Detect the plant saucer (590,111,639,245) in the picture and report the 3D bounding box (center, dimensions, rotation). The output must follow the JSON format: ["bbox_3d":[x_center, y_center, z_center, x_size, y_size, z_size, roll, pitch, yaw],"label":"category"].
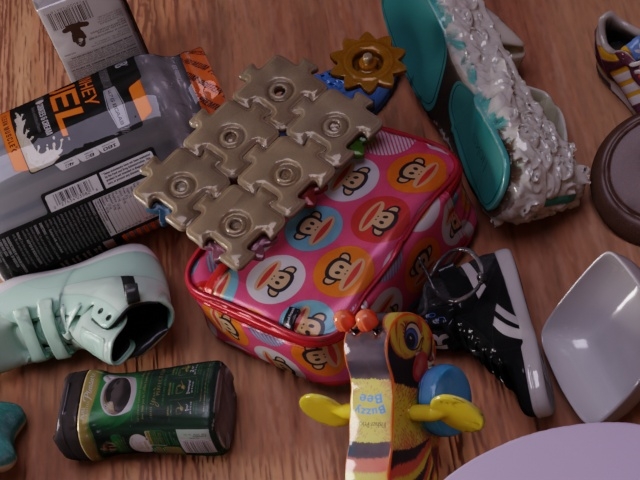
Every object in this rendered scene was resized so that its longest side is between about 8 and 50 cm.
[{"bbox_3d":[0.370,-0.073,1.734,0.169,0.029,0.168,-6,66,15],"label":"plant saucer"}]

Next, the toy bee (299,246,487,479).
[{"bbox_3d":[0.058,0.134,1.567,0.195,0.162,0.298,-26,55,28],"label":"toy bee"}]

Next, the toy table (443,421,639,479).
[{"bbox_3d":[0.222,0.284,1.442,0.274,0.161,0.252,-8,52,12],"label":"toy table"}]

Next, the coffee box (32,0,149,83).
[{"bbox_3d":[-0.268,-0.246,1.948,0.098,0.246,0.141,-21,51,-2],"label":"coffee box"}]

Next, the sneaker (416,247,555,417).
[{"bbox_3d":[0.161,0.109,1.658,0.121,0.079,0.217,-17,42,8],"label":"sneaker"}]

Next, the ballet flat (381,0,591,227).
[{"bbox_3d":[0.188,-0.172,1.852,0.147,0.147,0.409,-21,53,0],"label":"ballet flat"}]

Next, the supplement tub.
[{"bbox_3d":[-0.249,-0.090,1.856,0.316,0.193,0.193,-24,50,-3],"label":"supplement tub"}]

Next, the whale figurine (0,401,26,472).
[{"bbox_3d":[-0.455,0.194,1.720,0.272,0.141,0.216,-3,28,2],"label":"whale figurine"}]

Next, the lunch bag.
[{"bbox_3d":[0.000,0.000,1.767,0.258,0.120,0.293,20,60,34],"label":"lunch bag"}]

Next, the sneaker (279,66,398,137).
[{"bbox_3d":[0.007,-0.168,1.913,0.209,0.082,0.069,-37,50,-15],"label":"sneaker"}]

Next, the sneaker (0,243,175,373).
[{"bbox_3d":[-0.280,0.096,1.760,0.256,0.094,0.151,-26,30,-7],"label":"sneaker"}]

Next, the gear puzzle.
[{"bbox_3d":[-0.037,-0.113,1.760,0.175,0.044,0.339,34,67,24],"label":"gear puzzle"}]

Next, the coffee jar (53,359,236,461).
[{"bbox_3d":[-0.184,0.180,1.699,0.184,0.079,0.096,-4,52,13],"label":"coffee jar"}]

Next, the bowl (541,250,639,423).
[{"bbox_3d":[0.293,0.099,1.601,0.053,0.142,0.142,12,38,-32],"label":"bowl"}]

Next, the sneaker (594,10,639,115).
[{"bbox_3d":[0.366,-0.182,1.812,0.070,0.084,0.185,-35,51,-11],"label":"sneaker"}]
